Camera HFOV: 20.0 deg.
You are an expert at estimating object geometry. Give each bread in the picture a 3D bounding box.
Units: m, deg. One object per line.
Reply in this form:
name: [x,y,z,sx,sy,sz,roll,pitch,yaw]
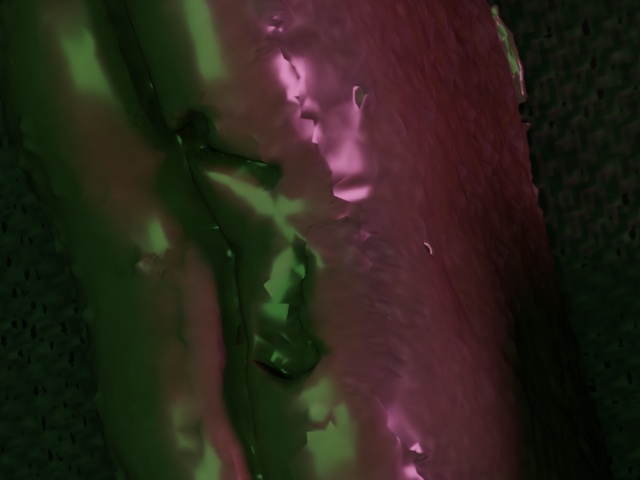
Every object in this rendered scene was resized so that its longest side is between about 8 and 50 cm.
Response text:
bread: [-0.004,0.002,0.461,0.102,0.183,0.337,-18,85,19]
